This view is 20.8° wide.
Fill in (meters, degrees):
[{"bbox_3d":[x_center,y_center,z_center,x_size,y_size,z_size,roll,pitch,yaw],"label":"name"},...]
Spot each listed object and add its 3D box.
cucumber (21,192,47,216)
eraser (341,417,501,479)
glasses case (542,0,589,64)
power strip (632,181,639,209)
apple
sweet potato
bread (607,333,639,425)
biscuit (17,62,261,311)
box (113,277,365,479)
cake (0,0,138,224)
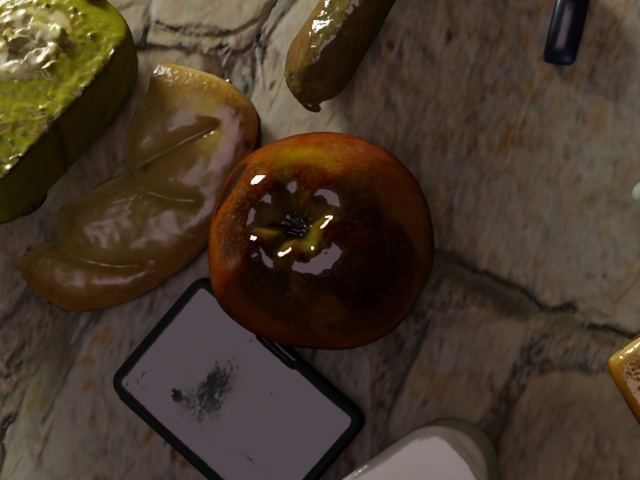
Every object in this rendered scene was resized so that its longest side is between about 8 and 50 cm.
[{"bbox_3d":[-0.403,-0.094,1.849,0.245,0.067,0.067,32,96,12],"label":"cucumber"},{"bbox_3d":[0.037,0.352,1.700,0.331,0.150,0.331,0,89,14],"label":"eraser"},{"bbox_3d":[0.244,-0.215,1.725,0.033,0.023,0.083,13,93,14],"label":"glasses case"},{"bbox_3d":[0.397,0.027,1.644,0.118,0.046,0.270,-26,82,-32],"label":"power strip"},{"bbox_3d":[0.000,0.000,1.681,0.230,0.230,0.230,0,89,12],"label":"apple"},{"bbox_3d":[0.052,-0.252,1.748,0.075,0.075,0.273,36,92,11],"label":"sweet potato"},{"bbox_3d":[0.368,0.169,1.665,0.116,0.077,0.200,-33,84,9],"label":"bread"},{"bbox_3d":[-0.177,-0.040,1.806,0.154,0.045,0.299,37,97,9],"label":"biscuit"},{"bbox_3d":[-0.085,0.165,1.775,0.230,0.050,0.160,41,94,10],"label":"box"},{"bbox_3d":[-0.315,-0.156,1.764,0.179,0.156,0.260,38,74,9],"label":"cake"}]
